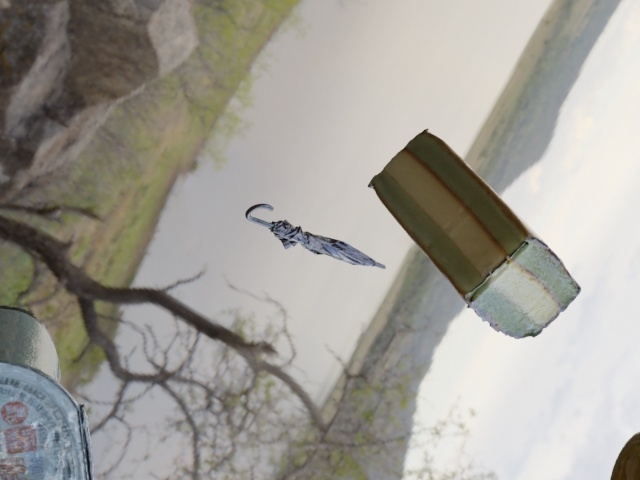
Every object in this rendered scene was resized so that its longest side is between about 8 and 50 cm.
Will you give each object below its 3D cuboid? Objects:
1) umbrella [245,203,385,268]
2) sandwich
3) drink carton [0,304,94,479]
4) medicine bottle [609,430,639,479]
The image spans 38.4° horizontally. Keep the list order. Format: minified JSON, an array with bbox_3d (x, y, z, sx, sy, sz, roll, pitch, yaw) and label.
[{"bbox_3d":[-0.002,0.001,0.560,0.022,0.122,0.013,-33,-128,29],"label":"umbrella"},{"bbox_3d":[0.128,-0.003,0.777,0.079,0.163,0.113,-44,137,7],"label":"sandwich"},{"bbox_3d":[-0.288,0.159,0.774,0.189,0.190,0.186,-136,-140,-71],"label":"drink carton"},{"bbox_3d":[0.570,0.358,1.127,0.224,0.384,0.225,-173,-90,-83],"label":"medicine bottle"}]
